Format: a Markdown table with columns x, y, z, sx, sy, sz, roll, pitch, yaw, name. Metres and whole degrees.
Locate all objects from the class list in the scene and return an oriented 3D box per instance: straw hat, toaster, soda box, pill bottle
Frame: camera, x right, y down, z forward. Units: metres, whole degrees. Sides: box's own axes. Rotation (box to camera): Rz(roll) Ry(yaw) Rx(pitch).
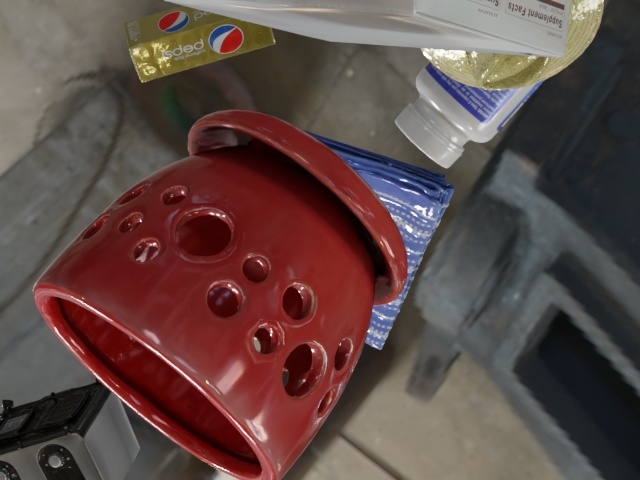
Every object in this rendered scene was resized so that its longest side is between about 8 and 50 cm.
| x | y | z | sx | sy | sz | roll | pitch | yaw | name |
| --- | --- | --- | --- | --- | --- | --- | --- | --- | --- |
| 0.141 | -0.145 | 1.131 | 0.144 | 0.061 | 0.144 | 1 | 138 | 1 | straw hat |
| -0.330 | 0.259 | 1.893 | 0.168 | 0.186 | 0.110 | -17 | 107 | 14 | toaster |
| -0.154 | -0.264 | 1.944 | 0.181 | 0.058 | 0.061 | -16 | 136 | 0 | soda box |
| 0.241 | -0.246 | 2.300 | 0.152 | 0.152 | 0.272 | 42 | 102 | 0 | pill bottle |

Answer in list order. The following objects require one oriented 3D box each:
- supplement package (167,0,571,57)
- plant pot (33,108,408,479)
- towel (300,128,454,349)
| x | y | z | sx | sy | sz | roll | pitch | yaw | name |
| --- | --- | --- | --- | --- | --- | --- | --- | --- | --- |
| 0.048 | -0.266 | 0.992 | 0.199 | 0.198 | 0.263 | 9 | 94 | 34 | supplement package |
| -0.052 | 0.031 | 0.946 | 0.191 | 0.174 | 0.191 | 34 | 158 | 16 | plant pot |
| 0.000 | 0.000 | 1.769 | 0.243 | 0.040 | 0.336 | 18 | 143 | 0 | towel |
